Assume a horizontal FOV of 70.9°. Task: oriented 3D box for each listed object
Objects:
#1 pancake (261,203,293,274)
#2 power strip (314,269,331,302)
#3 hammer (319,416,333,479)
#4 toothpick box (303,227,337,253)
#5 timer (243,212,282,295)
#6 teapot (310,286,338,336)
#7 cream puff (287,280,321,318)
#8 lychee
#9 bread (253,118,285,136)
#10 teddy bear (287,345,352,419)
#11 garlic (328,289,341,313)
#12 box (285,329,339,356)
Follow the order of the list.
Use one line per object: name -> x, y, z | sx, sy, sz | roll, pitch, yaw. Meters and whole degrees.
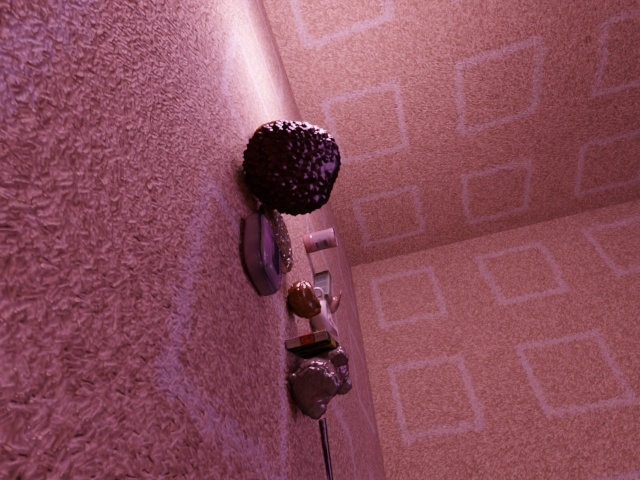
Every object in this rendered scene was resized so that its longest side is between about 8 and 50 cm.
pancake -> -0.142, -0.012, 1.519 | 0.282, 0.049, 0.282 | -14, 90, -84
power strip -> 0.010, 0.220, 2.121 | 0.272, 0.078, 0.052 | -84, 157, -68
hammer -> 0.030, 0.743, 1.489 | 0.125, 0.027, 0.296 | 60, 17, -64
toothpick box -> 0.000, 0.000, 2.172 | 0.098, 0.149, 0.098 | -14, 90, -83
timer -> -0.157, 0.037, 1.245 | 0.190, 0.069, 0.208 | 72, 7, -48
teapot -> 0.002, 0.302, 1.852 | 0.145, 0.093, 0.226 | -82, 156, -78
cream puff -> -0.059, 0.204, 1.532 | 0.143, 0.103, 0.126 | 68, -2, -50
lychee -> -0.085, -0.225, 1.400 | 0.331, 0.306, 0.305 | 24, 42, -35
bread -> -0.174, -0.362, 1.623 | 0.260, 0.134, 0.129 | -94, 180, -67
teddy bear -> 0.007, 0.427, 1.367 | 0.151, 0.235, 0.267 | 34, 5, 23
garlic -> 0.060, 0.311, 2.279 | 0.174, 0.099, 0.123 | 47, 45, -77
box -> -0.019, 0.341, 1.454 | 0.235, 0.133, 0.034 | 59, 17, -64
